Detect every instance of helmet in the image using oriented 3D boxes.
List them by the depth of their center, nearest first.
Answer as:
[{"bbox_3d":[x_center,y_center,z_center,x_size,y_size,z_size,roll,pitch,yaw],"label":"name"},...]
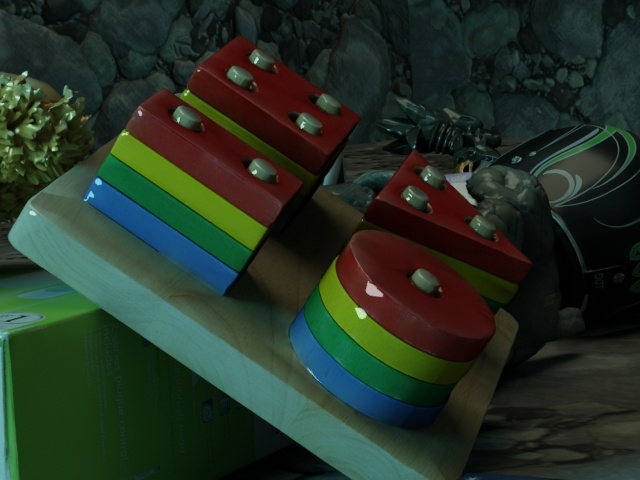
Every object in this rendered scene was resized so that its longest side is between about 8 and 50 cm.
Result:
[{"bbox_3d":[0.214,-0.015,1.448,0.161,0.169,0.169,-27,19,-34],"label":"helmet"}]

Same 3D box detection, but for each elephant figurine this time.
[{"bbox_3d":[0.039,0.010,1.281,0.239,0.186,0.169,11,35,32],"label":"elephant figurine"}]

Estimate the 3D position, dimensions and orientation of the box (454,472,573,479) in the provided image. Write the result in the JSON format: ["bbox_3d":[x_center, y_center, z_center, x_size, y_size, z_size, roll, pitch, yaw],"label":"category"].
[{"bbox_3d":[0.098,0.135,0.772,0.225,0.036,0.136,-1,7,32],"label":"box"}]

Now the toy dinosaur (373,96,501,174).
[{"bbox_3d":[0.137,0.000,1.597,0.322,0.164,0.218,8,26,-25],"label":"toy dinosaur"}]

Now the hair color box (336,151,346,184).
[{"bbox_3d":[-0.049,-0.048,1.819,0.105,0.174,0.347,-6,6,-7],"label":"hair color box"}]

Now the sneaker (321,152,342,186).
[{"bbox_3d":[-0.104,-0.014,1.567,0.296,0.104,0.147,-40,-11,38],"label":"sneaker"}]

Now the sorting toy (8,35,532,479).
[{"bbox_3d":[0.000,0.000,0.995,0.255,0.089,0.257,34,22,1],"label":"sorting toy"}]

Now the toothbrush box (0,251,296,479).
[{"bbox_3d":[-0.167,0.081,1.006,0.206,0.122,0.283,0,6,28],"label":"toothbrush box"}]

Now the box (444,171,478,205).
[{"bbox_3d":[-0.031,0.004,1.477,0.324,0.067,0.063,-5,49,4],"label":"box"}]

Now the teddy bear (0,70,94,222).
[{"bbox_3d":[-0.283,-0.016,0.960,0.338,0.113,0.245,-10,-4,-37],"label":"teddy bear"}]
